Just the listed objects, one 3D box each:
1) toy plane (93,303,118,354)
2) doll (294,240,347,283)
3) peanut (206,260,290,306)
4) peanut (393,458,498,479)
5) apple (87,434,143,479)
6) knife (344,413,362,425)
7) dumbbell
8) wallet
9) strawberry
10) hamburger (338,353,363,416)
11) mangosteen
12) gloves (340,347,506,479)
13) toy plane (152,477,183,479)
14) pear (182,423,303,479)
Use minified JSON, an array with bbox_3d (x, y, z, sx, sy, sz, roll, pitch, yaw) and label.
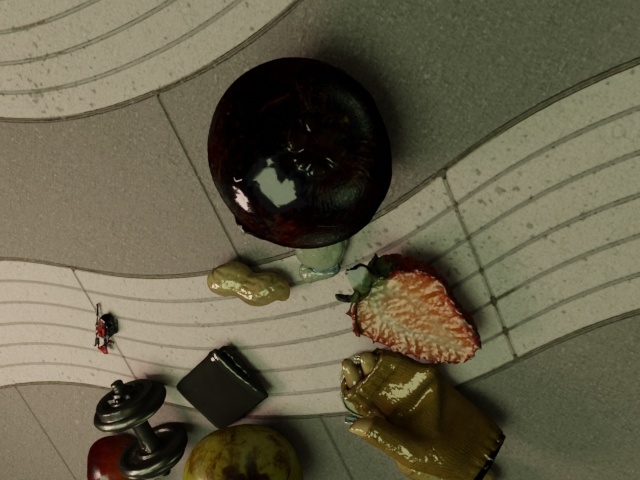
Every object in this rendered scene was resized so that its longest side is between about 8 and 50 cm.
[{"bbox_3d":[-0.538,0.229,1.899,0.060,0.037,0.145,21,125,20],"label":"toy plane"},{"bbox_3d":[0.000,0.000,1.452,0.104,0.071,0.214,20,126,17],"label":"doll"},{"bbox_3d":[-0.149,0.090,1.584,0.187,0.082,0.082,16,124,19],"label":"peanut"},{"bbox_3d":[0.259,0.477,1.588,0.229,0.098,0.103,26,159,8],"label":"peanut"},{"bbox_3d":[-0.547,0.608,2.063,0.158,0.156,0.147,-4,119,-3],"label":"apple"},{"bbox_3d":[0.102,0.385,1.595,0.044,0.023,0.162,5,165,32],"label":"knife"},{"bbox_3d":[-0.443,0.466,1.893,0.192,0.192,0.290,-9,114,32],"label":"dumbbell"},{"bbox_3d":[-0.237,0.352,1.808,0.168,0.052,0.245,45,133,-3],"label":"wallet"},{"bbox_3d":[0.164,0.118,1.409,0.286,0.106,0.188,33,115,-9],"label":"strawberry"},{"bbox_3d":[0.101,0.306,1.589,0.133,0.062,0.140,20,128,18],"label":"hamburger"},{"bbox_3d":[-0.036,-0.141,1.257,0.330,0.330,0.330,13,123,21],"label":"mangosteen"},{"bbox_3d":[0.184,0.339,1.472,0.356,0.203,0.155,38,161,-6],"label":"gloves"},{"bbox_3d":[-0.309,0.655,1.932,0.252,0.252,0.118,0,86,28],"label":"toy plane"},{"bbox_3d":[-0.176,0.561,1.751,0.284,0.283,0.283,13,123,21],"label":"pear"}]
